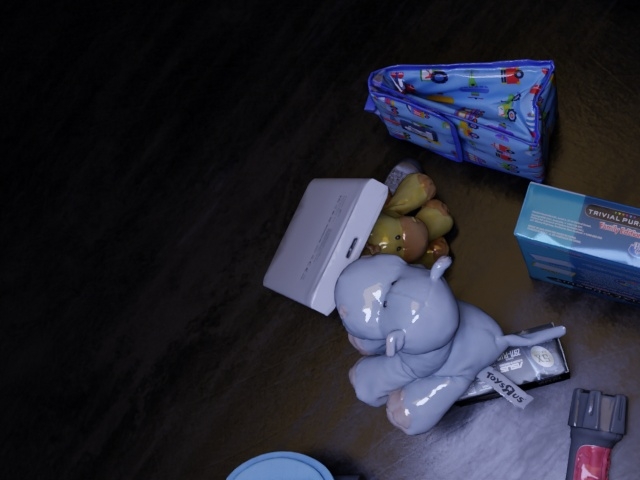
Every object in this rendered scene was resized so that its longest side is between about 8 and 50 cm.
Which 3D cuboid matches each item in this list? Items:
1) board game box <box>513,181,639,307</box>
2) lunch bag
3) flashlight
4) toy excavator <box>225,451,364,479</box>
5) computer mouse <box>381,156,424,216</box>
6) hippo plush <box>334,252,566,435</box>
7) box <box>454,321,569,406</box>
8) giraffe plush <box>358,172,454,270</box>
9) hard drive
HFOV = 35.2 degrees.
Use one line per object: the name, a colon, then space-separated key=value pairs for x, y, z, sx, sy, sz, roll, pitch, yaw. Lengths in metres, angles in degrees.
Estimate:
board game box: x=0.416 y=0.022 z=1.416 sx=0.254 sy=0.336 sz=0.079 roll=16 pitch=84 yaw=17
lunch bag: x=0.211 y=-0.203 z=1.576 sx=0.293 sy=0.221 sz=0.138 roll=11 pitch=82 yaw=17
flashlight: x=0.398 y=0.373 z=1.473 sx=0.103 sy=0.103 sz=0.304 roll=8 pitch=82 yaw=18
toy excavator: x=-0.089 y=0.471 z=1.364 sx=0.222 sy=0.445 sz=0.432 roll=-7 pitch=59 yaw=15
computer mouse: x=0.104 y=-0.025 z=1.672 sx=0.071 sy=0.041 sz=0.242 roll=27 pitch=92 yaw=1
hippo plush: x=0.125 y=0.139 z=1.368 sx=0.294 sy=0.236 sz=0.234 roll=24 pitch=85 yaw=32
box: x=0.277 y=0.190 z=1.519 sx=0.180 sy=0.147 sz=0.077 roll=-17 pitch=75 yaw=11
giraffe plush: x=0.106 y=-0.008 z=1.566 sx=0.210 sy=0.170 sz=0.181 roll=-28 pitch=90 yaw=3
hard drive: x=0.000 y=0.000 z=1.563 sx=0.040 sy=0.307 sz=0.203 roll=27 pitch=86 yaw=-15
